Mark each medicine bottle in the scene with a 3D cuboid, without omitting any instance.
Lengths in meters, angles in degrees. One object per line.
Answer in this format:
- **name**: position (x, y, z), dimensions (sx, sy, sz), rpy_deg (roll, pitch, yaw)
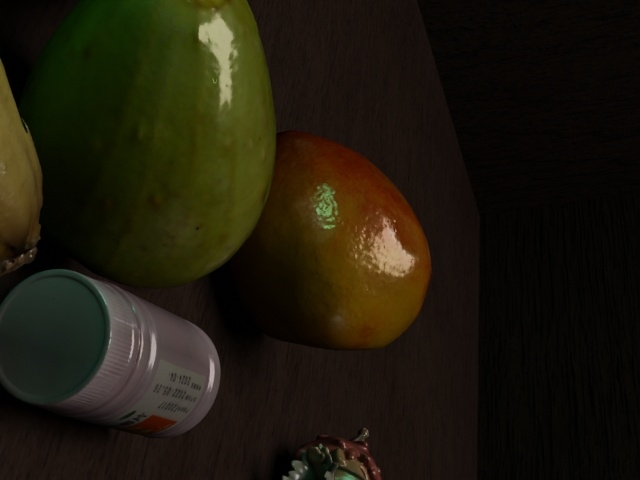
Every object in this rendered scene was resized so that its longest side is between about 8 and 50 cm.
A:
- **medicine bottle**: position (-0.200, 0.114, 1.187), dimensions (0.249, 0.133, 0.133), rpy_deg (43, 40, -67)

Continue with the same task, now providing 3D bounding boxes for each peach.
- **peach**: position (0.003, -0.001, 1.708), dimensions (0.289, 0.288, 0.308), rpy_deg (-27, 114, -73)

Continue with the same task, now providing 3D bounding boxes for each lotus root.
- **lotus root**: position (-0.305, -0.094, 0.938), dimensions (0.146, 0.130, 0.303), rpy_deg (-76, 155, -52)

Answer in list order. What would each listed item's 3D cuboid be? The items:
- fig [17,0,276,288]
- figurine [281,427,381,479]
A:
- **fig**: position (-0.156, -0.122, 1.170), dimensions (0.258, 0.258, 0.326), rpy_deg (-72, -179, -58)
- **figurine**: position (0.017, 0.370, 1.748), dimensions (0.387, 0.166, 0.207), rpy_deg (-28, 125, -70)
